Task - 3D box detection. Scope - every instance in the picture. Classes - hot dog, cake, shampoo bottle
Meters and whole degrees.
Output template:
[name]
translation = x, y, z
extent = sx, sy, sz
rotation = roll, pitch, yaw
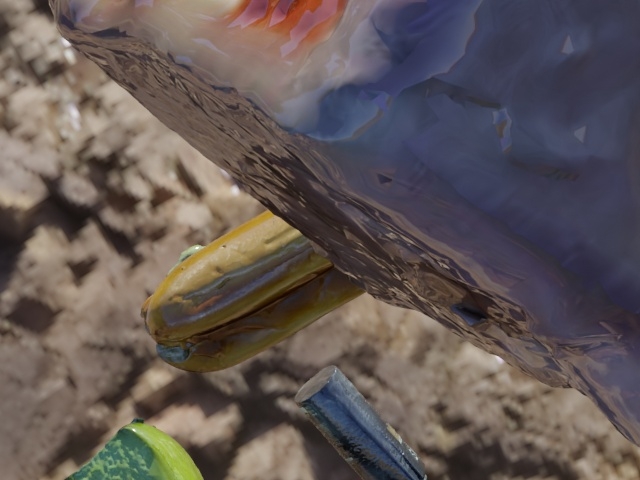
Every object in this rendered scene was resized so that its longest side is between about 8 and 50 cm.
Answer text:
[hot dog]
translation = 0.000, 0.000, 1.227
extent = 0.250, 0.100, 0.068
rotation = -29, 61, -4
[cake]
translation = 0.090, -0.118, 0.705
extent = 0.309, 0.230, 0.237
rotation = -53, 39, -9
[shampoo bottle]
translation = 0.059, 0.221, 1.965
extent = 0.063, 0.207, 0.057
rotation = -37, 11, 22

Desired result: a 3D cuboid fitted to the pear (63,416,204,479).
[pear]
translation = -0.179, 0.367, 1.892
extent = 0.286, 0.176, 0.282
rotation = -43, 66, 6
